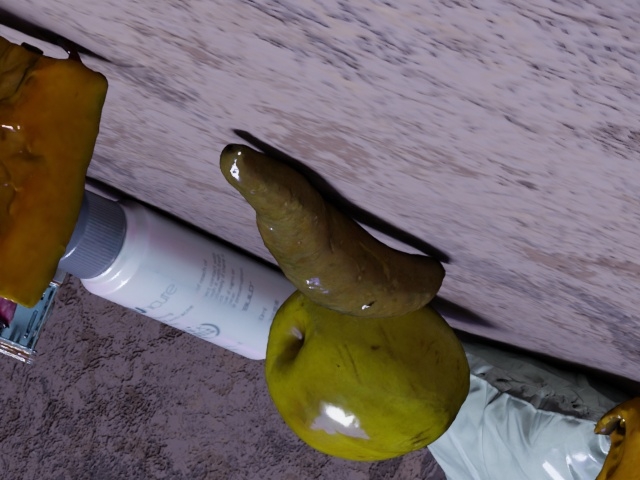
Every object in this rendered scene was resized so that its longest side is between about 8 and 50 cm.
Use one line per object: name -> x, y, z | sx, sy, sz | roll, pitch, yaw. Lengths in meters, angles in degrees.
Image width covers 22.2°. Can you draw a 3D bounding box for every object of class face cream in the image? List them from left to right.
face cream -> -0.146, 0.022, 1.453 | 0.092, 0.092, 0.311 | 15, 171, 44

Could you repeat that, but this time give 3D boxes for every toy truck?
toy truck -> -0.330, 0.043, 1.882 | 0.080, 0.177, 0.115 | 23, 166, -14

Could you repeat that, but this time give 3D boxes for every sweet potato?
sweet potato -> -0.003, -0.001, 0.944 | 0.069, 0.059, 0.249 | -6, 157, 30

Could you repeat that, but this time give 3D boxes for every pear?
pear -> 0.036, 0.104, 1.284 | 0.162, 0.148, 0.149 | 29, 171, -25

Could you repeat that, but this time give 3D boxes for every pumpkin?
pumpkin -> -0.237, -0.076, 0.701 | 0.281, 0.139, 0.190 | 20, 174, -3

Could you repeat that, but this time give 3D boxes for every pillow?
pillow -> 0.207, 0.198, 1.450 | 0.310, 0.138, 0.283 | 15, 151, 52

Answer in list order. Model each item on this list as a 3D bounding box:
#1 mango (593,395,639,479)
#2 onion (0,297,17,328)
mango -> 0.309, 0.185, 1.052 | 0.287, 0.152, 0.201 | 15, 161, 31
onion -> -0.396, -0.038, 1.764 | 0.247, 0.111, 0.250 | 51, 173, -28
